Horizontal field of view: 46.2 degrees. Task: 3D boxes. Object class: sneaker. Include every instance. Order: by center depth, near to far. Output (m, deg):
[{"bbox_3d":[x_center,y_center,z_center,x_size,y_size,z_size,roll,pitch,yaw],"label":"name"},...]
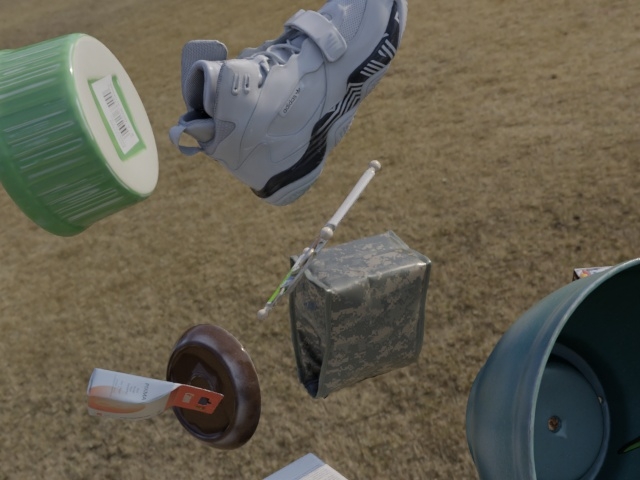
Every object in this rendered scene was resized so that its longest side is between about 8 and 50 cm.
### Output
[{"bbox_3d":[-0.042,-0.232,0.962,0.137,0.210,0.365,39,103,47],"label":"sneaker"}]

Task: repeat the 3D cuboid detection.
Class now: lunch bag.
[{"bbox_3d":[0.070,0.152,1.435,0.235,0.287,0.169,-15,33,-26],"label":"lunch bag"}]

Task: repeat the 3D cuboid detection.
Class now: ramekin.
[{"bbox_3d":[-0.376,-0.170,1.163,0.148,0.303,0.303,-18,28,9],"label":"ramekin"}]

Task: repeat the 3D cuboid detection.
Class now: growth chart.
[{"bbox_3d":[0.000,0.000,1.029,0.237,0.021,0.172,-52,2,47],"label":"growth chart"}]

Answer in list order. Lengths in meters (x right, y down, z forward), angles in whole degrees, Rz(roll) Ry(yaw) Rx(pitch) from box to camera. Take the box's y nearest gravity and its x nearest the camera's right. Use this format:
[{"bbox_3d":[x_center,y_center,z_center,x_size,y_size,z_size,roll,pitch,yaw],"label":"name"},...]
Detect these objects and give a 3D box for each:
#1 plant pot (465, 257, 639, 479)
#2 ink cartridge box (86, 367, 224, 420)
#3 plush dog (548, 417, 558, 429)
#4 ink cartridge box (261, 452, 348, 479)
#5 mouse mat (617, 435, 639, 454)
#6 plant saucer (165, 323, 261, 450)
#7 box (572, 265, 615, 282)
[{"bbox_3d":[0.250,0.167,0.660,0.293,0.293,0.196,-32,4,-21],"label":"plant pot"},{"bbox_3d":[-0.238,0.234,1.065,0.179,0.145,0.045,16,64,-9],"label":"ink cartridge box"},{"bbox_3d":[0.480,0.390,1.240,0.225,0.262,0.210,-63,5,-31],"label":"plush dog"},{"bbox_3d":[-0.047,0.506,1.279,0.296,0.066,0.261,-20,28,-36],"label":"ink cartridge box"},{"bbox_3d":[0.278,0.090,0.470,0.153,0.189,0.007,-19,65,-6],"label":"mouse mat"},{"bbox_3d":[-0.270,0.353,1.780,0.311,0.310,0.050,3,8,37],"label":"plant saucer"},{"bbox_3d":[0.406,0.099,0.943,0.114,0.036,0.207,-5,29,-1],"label":"box"}]
